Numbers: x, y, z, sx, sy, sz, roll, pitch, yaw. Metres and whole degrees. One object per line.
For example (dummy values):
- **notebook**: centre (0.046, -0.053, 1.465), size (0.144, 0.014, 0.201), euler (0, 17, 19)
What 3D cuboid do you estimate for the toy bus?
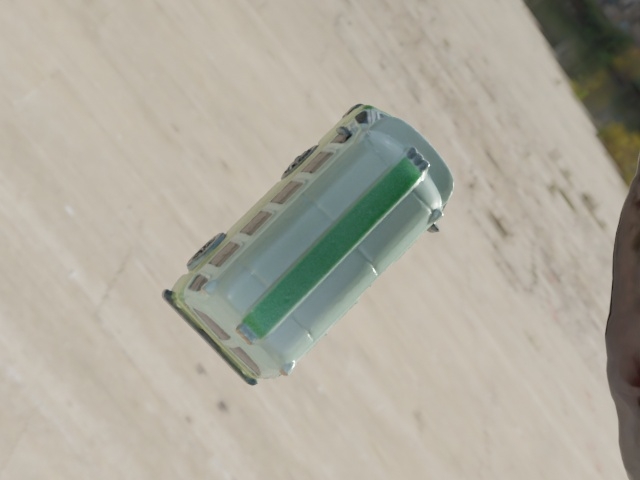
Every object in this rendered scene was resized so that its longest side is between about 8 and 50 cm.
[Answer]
- **toy bus**: centre (0.000, 0.000, 1.205), size (0.133, 0.276, 0.165), euler (46, -11, -10)

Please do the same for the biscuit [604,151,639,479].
- **biscuit**: centre (0.355, 0.039, 1.053), size (0.407, 0.091, 0.407), euler (-12, 105, -52)
